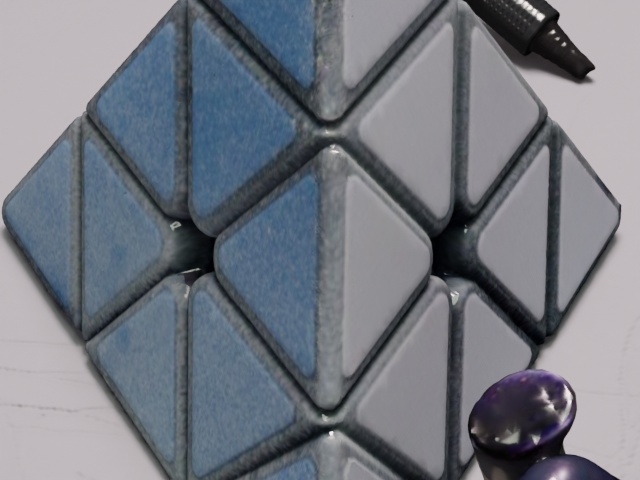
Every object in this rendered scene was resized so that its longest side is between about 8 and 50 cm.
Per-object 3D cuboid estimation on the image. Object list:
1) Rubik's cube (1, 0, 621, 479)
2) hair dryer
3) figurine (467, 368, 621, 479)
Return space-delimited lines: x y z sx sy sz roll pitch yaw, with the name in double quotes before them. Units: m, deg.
"Rubik's cube" -0.001 -0.001 0.673 0.228 0.229 0.233 45 4 -6
"hair dryer" 0.058 -0.171 0.924 0.070 0.128 0.255 -38 76 -29
"figurine" 0.175 0.105 0.584 0.222 0.145 0.145 -11 42 1
